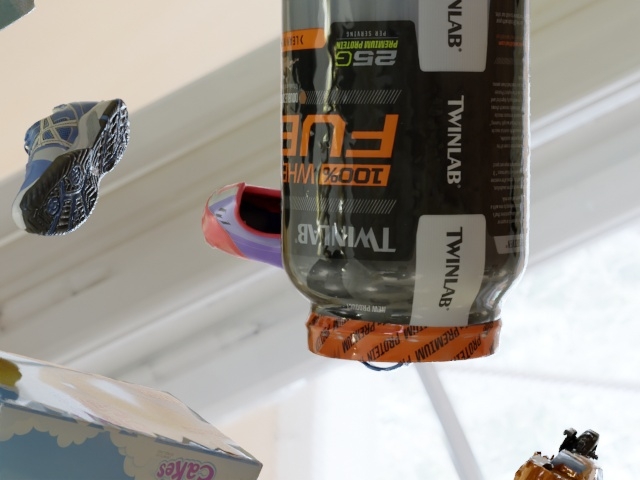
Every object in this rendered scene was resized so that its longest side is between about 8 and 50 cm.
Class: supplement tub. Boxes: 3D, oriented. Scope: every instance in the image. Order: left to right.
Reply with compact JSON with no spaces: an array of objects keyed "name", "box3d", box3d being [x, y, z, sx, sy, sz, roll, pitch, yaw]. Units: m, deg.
[{"name":"supplement tub","box3d":[0.069,-0.076,1.395,0.207,0.207,0.338,-14,-76,-77]}]

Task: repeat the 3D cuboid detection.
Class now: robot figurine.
[{"name":"robot figurine","box3d":[0.228,0.294,1.734,0.085,0.211,0.291,32,-175,20]}]

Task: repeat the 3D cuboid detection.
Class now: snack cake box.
[{"name":"snack cake box","box3d":[-0.195,0.163,1.343,0.264,0.089,0.152,20,-176,-43]}]

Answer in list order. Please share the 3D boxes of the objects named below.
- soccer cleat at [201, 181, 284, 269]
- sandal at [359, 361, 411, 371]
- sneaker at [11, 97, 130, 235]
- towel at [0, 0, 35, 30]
[{"name":"soccer cleat","box3d":[0.000,0.000,1.710,0.248,0.095,0.083,17,-114,-20]},{"name":"sandal","box3d":[0.091,0.046,2.031,0.138,0.126,0.317,-57,-29,-36]},{"name":"sneaker","box3d":[-0.265,-0.073,1.711,0.211,0.081,0.080,-62,-27,-53]},{"name":"towel","box3d":[-0.442,-0.264,1.406,0.090,0.374,0.320,18,135,55]}]
